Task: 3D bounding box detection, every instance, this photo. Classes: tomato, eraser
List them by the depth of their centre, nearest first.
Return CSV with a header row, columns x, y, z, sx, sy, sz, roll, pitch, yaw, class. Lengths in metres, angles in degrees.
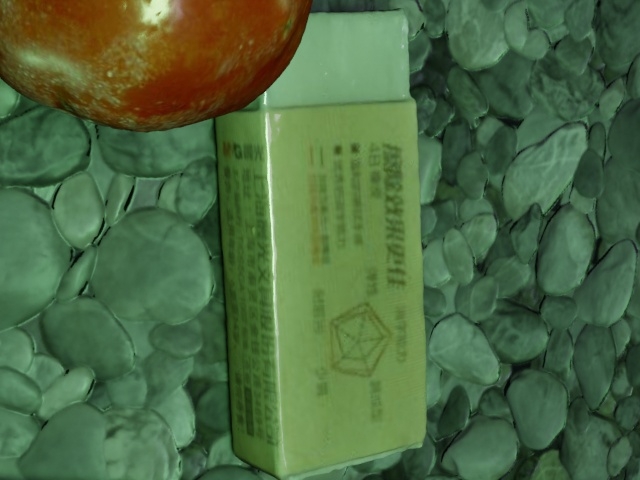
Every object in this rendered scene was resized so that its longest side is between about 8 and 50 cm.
x,y,z,sx,sy,sz,roll,pitch,yaw,class
-0.094,-0.171,0.748,0.188,0.232,0.232,36,71,11,tomato
0.000,0.000,0.930,0.144,0.078,0.343,-8,101,-34,eraser
